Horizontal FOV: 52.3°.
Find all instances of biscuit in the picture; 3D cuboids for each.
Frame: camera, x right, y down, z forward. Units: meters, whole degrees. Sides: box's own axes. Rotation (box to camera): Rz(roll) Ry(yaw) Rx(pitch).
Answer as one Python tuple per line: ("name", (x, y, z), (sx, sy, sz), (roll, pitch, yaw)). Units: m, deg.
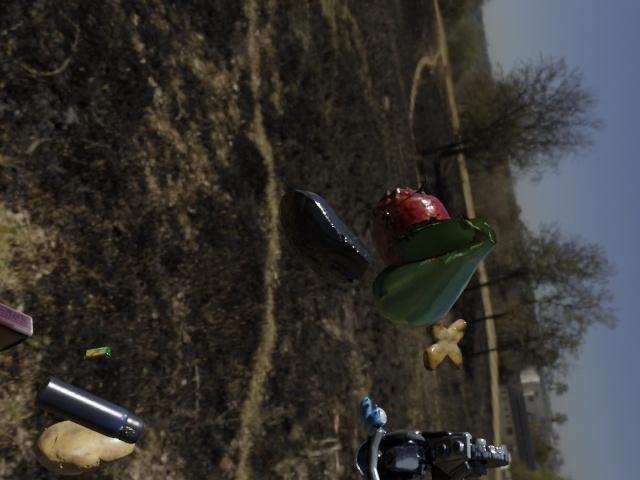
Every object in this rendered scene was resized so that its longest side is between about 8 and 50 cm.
("biscuit", (-0.779, 0.392, 2.274), (0.046, 0.089, 0.016), (-115, -159, -56))
("biscuit", (0.375, 0.312, 1.970), (0.208, 0.047, 0.164), (14, 79, -50))

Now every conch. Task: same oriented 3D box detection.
("conch", (0.181, 0.038, 1.094), (0.143, 0.137, 0.250), (-72, -177, -56))

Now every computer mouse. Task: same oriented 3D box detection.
("computer mouse", (0.000, 0.000, 1.238), (0.217, 0.122, 0.073), (47, 45, -16))

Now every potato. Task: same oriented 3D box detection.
("potato", (-0.609, 0.533, 1.682), (0.161, 0.235, 0.128), (34, -54, 53))

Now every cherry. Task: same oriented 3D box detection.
("cherry", (0.209, -0.001, 1.417), (0.249, 0.175, 0.192), (66, -16, -1))

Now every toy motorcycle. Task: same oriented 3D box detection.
("toy motorcycle", (0.156, 0.344, 1.021), (0.159, 0.270, 0.106), (19, 58, -25))

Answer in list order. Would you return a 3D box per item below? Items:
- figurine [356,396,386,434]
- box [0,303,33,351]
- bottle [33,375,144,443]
("figurine", (0.127, 0.435, 1.611), (0.114, 0.079, 0.114), (167, -90, -80))
("box", (-0.805, 0.188, 1.539), (0.224, 0.120, 0.069), (54, 14, -56))
("bottle", (-0.520, 0.390, 1.479), (0.244, 0.072, 0.082), (32, -3, -22))
